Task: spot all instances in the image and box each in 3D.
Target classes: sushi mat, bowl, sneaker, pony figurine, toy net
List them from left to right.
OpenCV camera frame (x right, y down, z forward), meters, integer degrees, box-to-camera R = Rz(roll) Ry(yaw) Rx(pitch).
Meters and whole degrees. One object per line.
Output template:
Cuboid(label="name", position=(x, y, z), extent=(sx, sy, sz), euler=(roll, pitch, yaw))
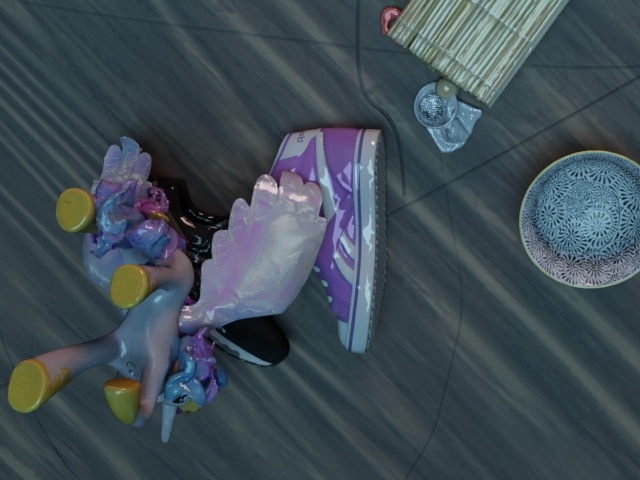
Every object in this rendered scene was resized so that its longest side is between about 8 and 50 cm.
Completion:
Cuboid(label="pony figurine", position=(-0.183, 0.053, 1.328), extent=(0.302, 0.363, 0.351), euler=(11, 83, 16))
Cuboid(label="sneaker", position=(-0.129, 0.038, 1.504), extent=(0.283, 0.107, 0.124), euler=(42, 104, -7))
Cuboid(label="sneaker", position=(0.000, 0.000, 1.479), extent=(0.161, 0.102, 0.282), euler=(1, 98, 11))
Cuboid(label="toy net", position=(0.133, -0.213, 1.408), extent=(0.122, 0.045, 0.232), euler=(-1, 109, 8))
Cuboid(label="sushi mat", position=(0.220, -0.312, 1.324), extent=(0.151, 0.019, 0.316), euler=(31, 112, -10))
Cuboid(label="bowl", position=(0.323, -0.035, 1.424), extent=(0.170, 0.080, 0.170), euler=(3, 109, 8))
